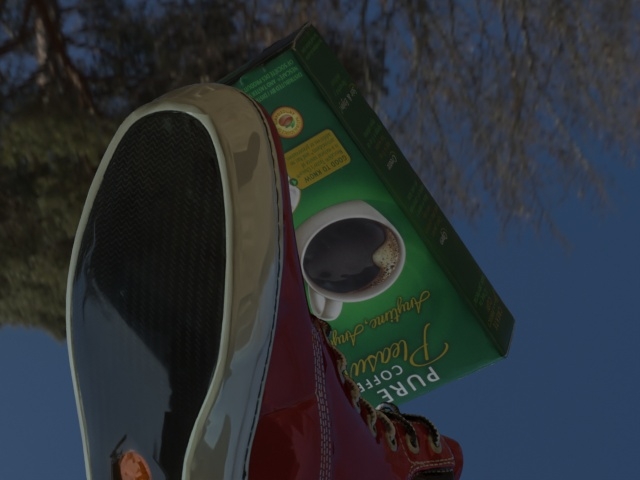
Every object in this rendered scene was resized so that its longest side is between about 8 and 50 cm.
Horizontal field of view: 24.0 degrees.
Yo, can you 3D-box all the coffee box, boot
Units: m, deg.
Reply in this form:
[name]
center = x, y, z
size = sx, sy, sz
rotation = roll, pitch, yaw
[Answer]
[coffee box]
center = 0.000, 0.000, 0.731
size = 0.184, 0.113, 0.040
rotation = 53, -153, -14
[boot]
center = -0.006, 0.053, 0.603
size = 0.088, 0.244, 0.176
rotation = 14, -161, 41
